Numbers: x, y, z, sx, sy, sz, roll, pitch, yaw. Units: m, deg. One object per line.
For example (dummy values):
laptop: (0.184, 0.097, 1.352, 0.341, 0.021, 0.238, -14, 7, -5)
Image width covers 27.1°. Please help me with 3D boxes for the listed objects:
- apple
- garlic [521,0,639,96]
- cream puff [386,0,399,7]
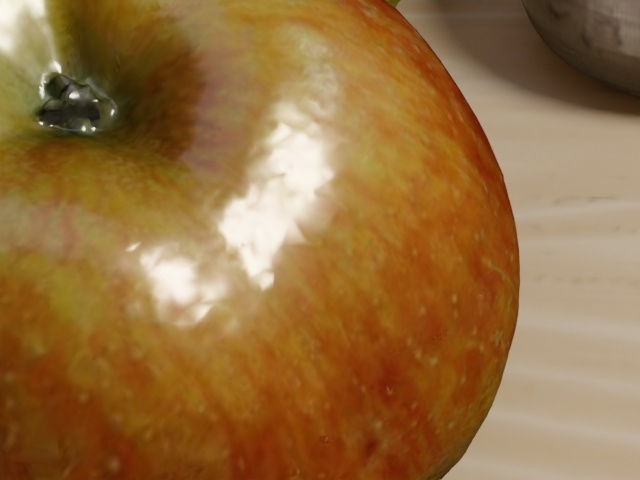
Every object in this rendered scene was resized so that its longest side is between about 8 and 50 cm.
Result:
apple: (-0.087, -0.005, 0.501, 0.309, 0.250, 0.277, -10, 50, 13)
garlic: (0.226, -0.176, 0.670, 0.237, 0.210, 0.292, -1, 28, -30)
cream puff: (-0.070, -0.200, 0.757, 0.282, 0.185, 0.282, -10, 47, 11)
